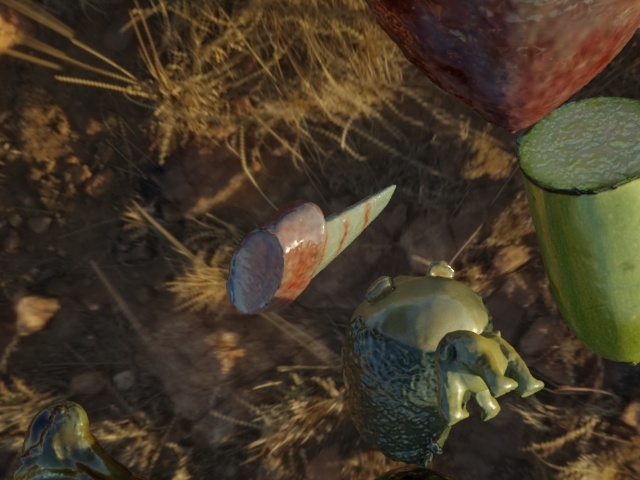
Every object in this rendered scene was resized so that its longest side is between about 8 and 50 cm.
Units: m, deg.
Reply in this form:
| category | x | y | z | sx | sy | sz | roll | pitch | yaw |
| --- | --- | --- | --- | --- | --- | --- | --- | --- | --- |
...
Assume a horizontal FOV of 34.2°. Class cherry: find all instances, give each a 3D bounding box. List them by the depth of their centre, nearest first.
| category | x | y | z | sx | sy | sz | roll | pitch | yaw |
| --- | --- | --- | --- | --- | --- | --- | --- | --- | --- |
| cherry | 0.102 | -0.174 | 0.576 | 0.192 | 0.175 | 0.250 | -12 | 119 | -4 |

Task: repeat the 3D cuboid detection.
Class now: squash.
| category | x | y | z | sx | sy | sz | roll | pitch | yaw |
| --- | --- | --- | --- | --- | --- | --- | --- | --- | --- |
| squash | 0.259 | 0.008 | 0.926 | 0.132 | 0.132 | 0.247 | -19 | 126 | 2 |

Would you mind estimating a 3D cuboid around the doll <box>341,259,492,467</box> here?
| category | x | y | z | sx | sy | sz | roll | pitch | yaw |
| --- | --- | --- | --- | --- | --- | --- | --- | --- | --- |
| doll | 0.140 | 0.202 | 1.663 | 0.247 | 0.247 | 0.350 | 5 | 129 | 4 |

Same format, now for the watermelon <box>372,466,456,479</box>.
| category | x | y | z | sx | sy | sz | roll | pitch | yaw |
| --- | --- | --- | --- | --- | --- | --- | --- | --- | --- |
| watermelon | 0.165 | 0.506 | 1.772 | 0.242 | 0.242 | 0.242 | 0 | 84 | 4 |

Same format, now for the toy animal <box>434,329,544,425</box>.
| category | x | y | z | sx | sy | sz | roll | pitch | yaw |
| --- | --- | --- | --- | --- | --- | --- | --- | --- | --- |
| toy animal | 0.186 | 0.145 | 1.194 | 0.103 | 0.218 | 0.101 | -33 | 70 | 22 |

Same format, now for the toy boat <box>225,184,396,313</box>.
| category | x | y | z | sx | sy | sz | roll | pitch | yaw |
| --- | --- | --- | --- | --- | --- | --- | --- | --- | --- |
| toy boat | 0.000 | 0.000 | 1.443 | 0.096 | 0.206 | 0.282 | 39 | 44 | 20 |

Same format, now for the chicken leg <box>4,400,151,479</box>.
| category | x | y | z | sx | sy | sz | roll | pitch | yaw |
| --- | --- | --- | --- | --- | --- | --- | --- | --- | --- |
| chicken leg | -0.081 | 0.258 | 0.762 | 0.361 | 0.211 | 0.140 | 12 | 126 | 12 |
